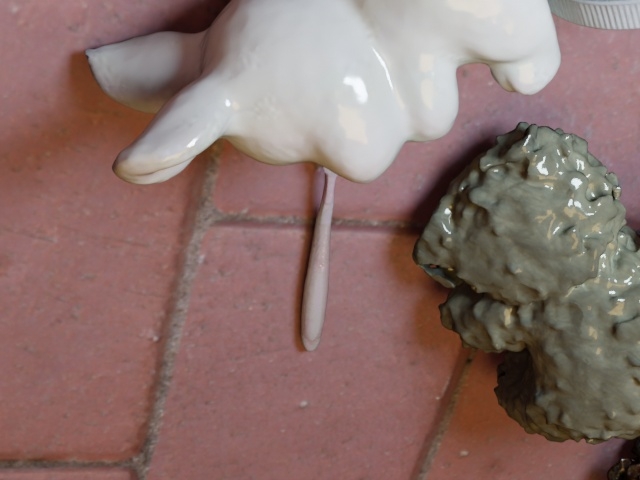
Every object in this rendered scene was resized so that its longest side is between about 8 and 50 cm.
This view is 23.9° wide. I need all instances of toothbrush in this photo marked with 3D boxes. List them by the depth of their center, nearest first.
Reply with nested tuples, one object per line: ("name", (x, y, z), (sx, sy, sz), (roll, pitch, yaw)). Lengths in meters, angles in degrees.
("toothbrush", (0.000, 0.000, 1.476), (0.025, 0.030, 0.307), (-5, 134, -12))

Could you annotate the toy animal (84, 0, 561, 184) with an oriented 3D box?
("toy animal", (-0.006, -0.171, 1.209), (0.367, 0.196, 0.241), (-32, 125, 10))

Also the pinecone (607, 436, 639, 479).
("pinecone", (0.452, 0.314, 1.784), (0.221, 0.221, 0.221), (-9, 133, -10))

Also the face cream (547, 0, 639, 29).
("face cream", (0.235, -0.295, 1.160), (0.201, 0.201, 0.187), (-22, 134, 3))

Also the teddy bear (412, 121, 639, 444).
("teddy bear", (0.269, 0.028, 1.479), (0.357, 0.224, 0.368), (-21, 112, 26))
